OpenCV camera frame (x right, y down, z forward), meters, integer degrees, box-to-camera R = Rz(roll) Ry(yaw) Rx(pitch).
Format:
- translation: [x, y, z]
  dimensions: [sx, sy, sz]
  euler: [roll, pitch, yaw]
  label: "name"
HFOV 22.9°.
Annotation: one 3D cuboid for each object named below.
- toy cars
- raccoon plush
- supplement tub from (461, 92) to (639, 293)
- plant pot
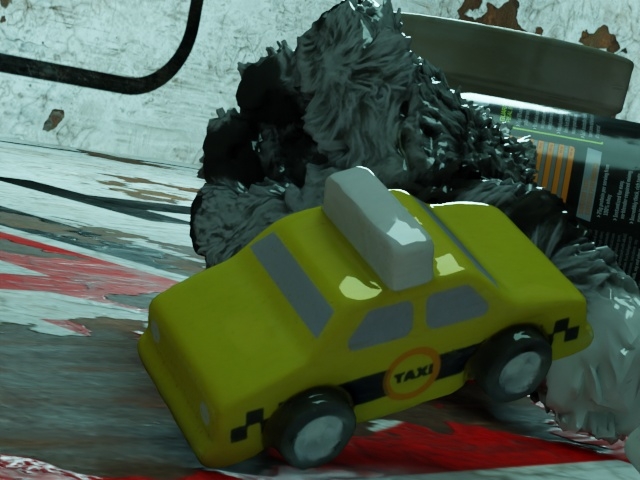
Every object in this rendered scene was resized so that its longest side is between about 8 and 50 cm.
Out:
- translation: [0.122, 0.039, 0.639]
  dimensions: [0.394, 0.087, 0.176]
  euler: [11, 39, 10]
  label: "toy cars"
- translation: [0.108, 0.036, 1.053]
  dimensions: [0.299, 0.216, 0.446]
  euler: [25, 22, -45]
  label: "raccoon plush"
- translation: [0.196, -0.021, 1.384]
  dimensions: [0.316, 0.193, 0.193]
  euler: [12, 4, 6]
  label: "supplement tub"
- translation: [0.184, -0.103, 1.861]
  dimensions: [0.323, 0.280, 0.323]
  euler: [10, 4, -1]
  label: "plant pot"
